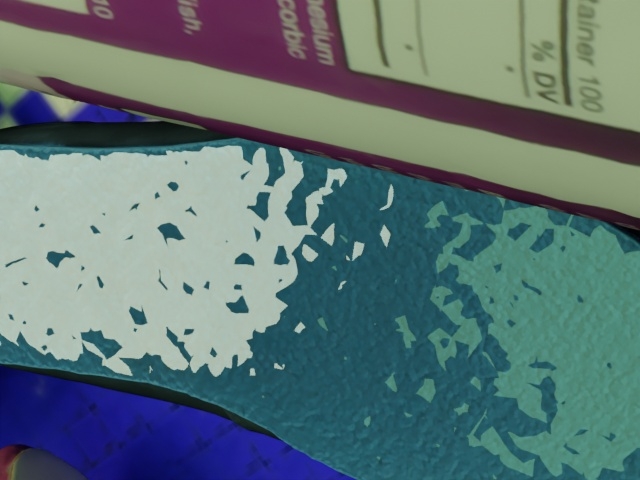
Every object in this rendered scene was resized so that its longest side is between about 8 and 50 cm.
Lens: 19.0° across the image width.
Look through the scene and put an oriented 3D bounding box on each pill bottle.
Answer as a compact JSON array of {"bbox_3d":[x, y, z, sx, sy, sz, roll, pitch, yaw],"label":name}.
[{"bbox_3d":[0.060,-0.089,0.389,0.301,0.169,0.169,14,117,24],"label":"pill bottle"}]

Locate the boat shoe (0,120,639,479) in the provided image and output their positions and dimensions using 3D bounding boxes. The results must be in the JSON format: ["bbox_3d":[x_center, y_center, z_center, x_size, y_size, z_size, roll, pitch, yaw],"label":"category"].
[{"bbox_3d":[0.000,0.000,0.517,0.258,0.089,0.109,16,105,29],"label":"boat shoe"}]

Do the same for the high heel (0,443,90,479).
[{"bbox_3d":[-0.106,0.175,0.656,0.117,0.082,0.244,-3,122,21],"label":"high heel"}]
